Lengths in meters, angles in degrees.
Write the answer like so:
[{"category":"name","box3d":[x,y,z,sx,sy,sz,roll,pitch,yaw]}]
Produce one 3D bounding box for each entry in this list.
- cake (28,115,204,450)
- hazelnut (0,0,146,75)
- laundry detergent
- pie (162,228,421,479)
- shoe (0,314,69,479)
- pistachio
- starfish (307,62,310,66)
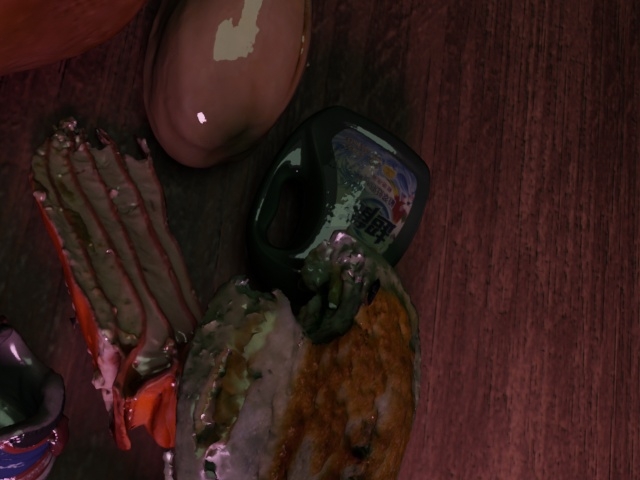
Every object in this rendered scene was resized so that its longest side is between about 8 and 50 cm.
[{"category":"cake","box3d":[-0.156,0.029,0.562,0.098,0.135,0.287,-13,65,-19]},{"category":"hazelnut","box3d":[-0.279,-0.255,0.456,0.372,0.315,0.372,12,46,-13]},{"category":"laundry detergent","box3d":[0.000,0.000,0.629,0.144,0.078,0.221,34,72,-13]},{"category":"pie","box3d":[-0.005,0.145,0.524,0.302,0.067,0.302,-22,116,-55]},{"category":"shoe","box3d":[-0.257,0.083,0.471,0.227,0.125,0.099,43,45,-13]},{"category":"pistachio","box3d":[-0.074,-0.169,0.597,0.136,0.136,0.226,14,90,-19]},{"category":"starfish","box3d":[-0.026,-0.273,0.682,0.223,0.050,0.216,-13,100,-26]}]
